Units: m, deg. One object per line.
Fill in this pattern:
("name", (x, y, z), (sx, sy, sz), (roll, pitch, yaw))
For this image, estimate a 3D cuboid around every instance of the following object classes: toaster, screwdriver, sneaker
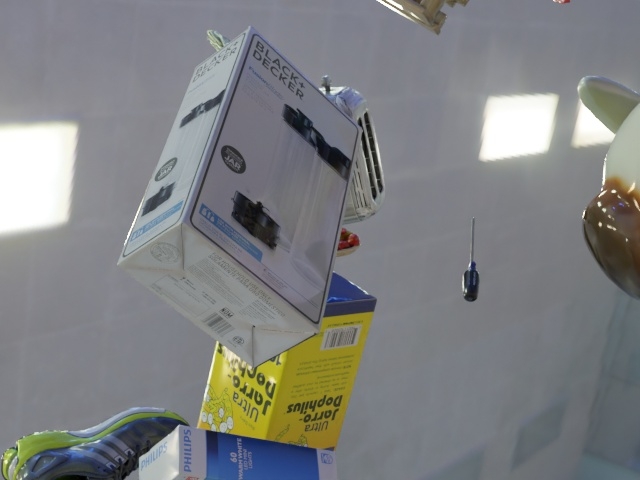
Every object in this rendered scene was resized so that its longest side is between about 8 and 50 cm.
("toaster", (-0.003, -0.100, 1.535), (0.129, 0.146, 0.227), (-45, -54, -68))
("screwdriver", (0.215, 0.023, 1.618), (0.170, 0.025, 0.024), (-73, -23, -47))
("sneaker", (-0.330, 0.349, 1.791), (0.300, 0.121, 0.111), (-13, -51, -28))

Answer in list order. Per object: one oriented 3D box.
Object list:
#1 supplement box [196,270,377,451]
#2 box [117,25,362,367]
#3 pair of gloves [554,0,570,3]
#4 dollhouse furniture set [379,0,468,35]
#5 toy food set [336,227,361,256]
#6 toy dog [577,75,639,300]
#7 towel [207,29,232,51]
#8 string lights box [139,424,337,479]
("supplement box", (-0.067, 0.232, 2.117), (0.195, 0.194, 0.356), (-3, -65, -42))
("box", (-0.064, -0.048, 1.081), (0.169, 0.087, 0.290), (41, -142, -24))
("pair of gloves", (0.273, -0.381, 1.478), (0.198, 0.023, 0.159), (-111, 3, -69))
("dollhouse furniture set", (0.146, -0.383, 1.599), (0.151, 0.123, 0.144), (-57, -18, 2))
("toy food set", (0.000, 0.000, 1.204), (0.083, 0.082, 0.020), (-8, -74, -28))
("toy dog", (0.379, -0.047, 1.002), (0.284, 0.395, 0.408), (-42, -16, 18))
("towel", (-0.115, -0.274, 1.837), (0.027, 0.110, 0.148), (-45, -52, 7))
("string lights box", (-0.119, 0.343, 1.688), (0.260, 0.133, 0.076), (15, -127, -29))
